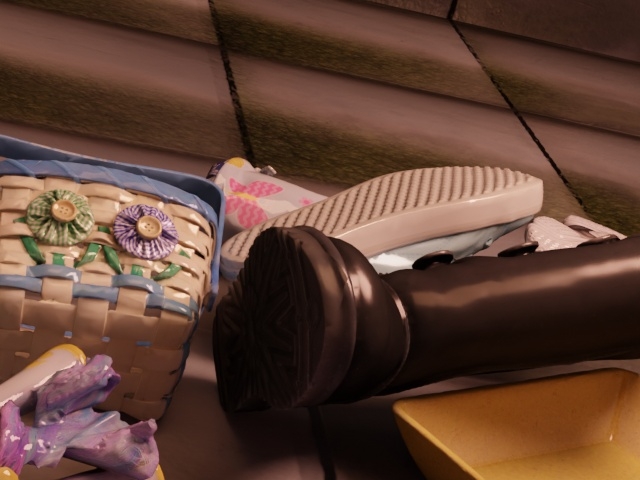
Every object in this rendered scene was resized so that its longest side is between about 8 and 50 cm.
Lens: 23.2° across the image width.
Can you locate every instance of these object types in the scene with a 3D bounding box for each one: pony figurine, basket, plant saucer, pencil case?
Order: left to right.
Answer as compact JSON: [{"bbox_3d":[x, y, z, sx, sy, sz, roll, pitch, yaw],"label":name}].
[{"bbox_3d":[-0.281,0.163,0.991,0.351,0.302,0.363,-3,6,41],"label":"pony figurine"},{"bbox_3d":[-0.206,0.013,1.419,0.255,0.201,0.289,9,33,-14],"label":"basket"},{"bbox_3d":[0.000,0.000,1.708,0.273,0.113,0.124,20,39,8],"label":"pencil case"},{"bbox_3d":[0.269,0.240,1.371,0.333,0.081,0.333,-2,28,-40],"label":"plant saucer"}]

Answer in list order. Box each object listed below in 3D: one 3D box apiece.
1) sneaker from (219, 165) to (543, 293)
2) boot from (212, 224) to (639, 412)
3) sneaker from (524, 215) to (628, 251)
[{"bbox_3d":[0.068,0.026,1.589,0.366,0.150,0.135,-16,24,-22],"label":"sneaker"},{"bbox_3d":[0.157,0.059,1.350,0.445,0.146,0.367,-3,-7,-15],"label":"boot"},{"bbox_3d":[0.261,0.059,1.685,0.101,0.153,0.268,24,12,18],"label":"sneaker"}]
